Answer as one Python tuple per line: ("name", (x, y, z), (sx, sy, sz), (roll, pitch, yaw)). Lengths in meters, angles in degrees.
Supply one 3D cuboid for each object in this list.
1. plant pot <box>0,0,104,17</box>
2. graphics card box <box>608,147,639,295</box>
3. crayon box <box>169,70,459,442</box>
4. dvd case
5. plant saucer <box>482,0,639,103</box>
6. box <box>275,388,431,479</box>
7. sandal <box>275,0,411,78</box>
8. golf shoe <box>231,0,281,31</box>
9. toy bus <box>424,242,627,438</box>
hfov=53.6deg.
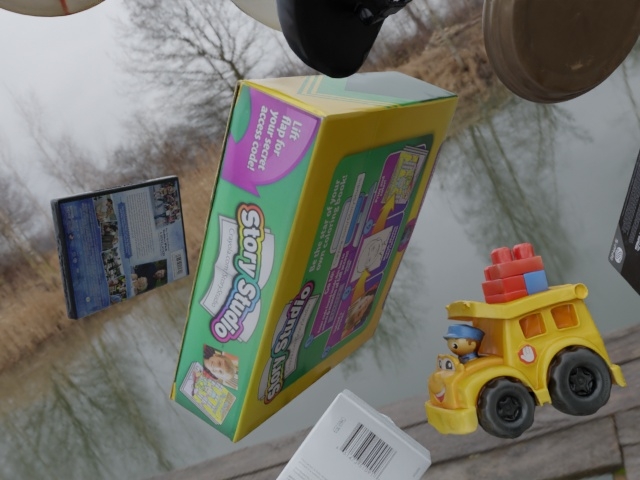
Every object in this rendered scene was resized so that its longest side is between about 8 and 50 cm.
("plant pot", (-0.292, -0.345, 0.622), (0.275, 0.275, 0.243), (-33, 39, -6))
("graphics card box", (0.547, 0.046, 0.852), (0.094, 0.232, 0.371), (-11, 37, -7))
("crayon box", (0.000, 0.000, 0.721), (0.313, 0.106, 0.363), (-23, -44, -54))
("dvd case", (-0.307, 0.002, 1.009), (0.022, 0.180, 0.253), (3, 14, 30))
("plant saucer", (0.356, -0.327, 0.889), (0.278, 0.278, 0.041), (-33, 31, -4))
("box", (0.057, 0.369, 1.034), (0.182, 0.181, 0.119), (-54, -13, -3))
("sandal", (0.046, -0.190, 0.322), (0.097, 0.054, 0.254), (-22, -31, -43))
("golf shoe", (-0.088, -0.239, 0.535), (0.077, 0.198, 0.094), (-39, 15, 42))
("toy bus", (0.225, 0.117, 0.776), (0.220, 0.211, 0.149), (-14, -4, -12))
